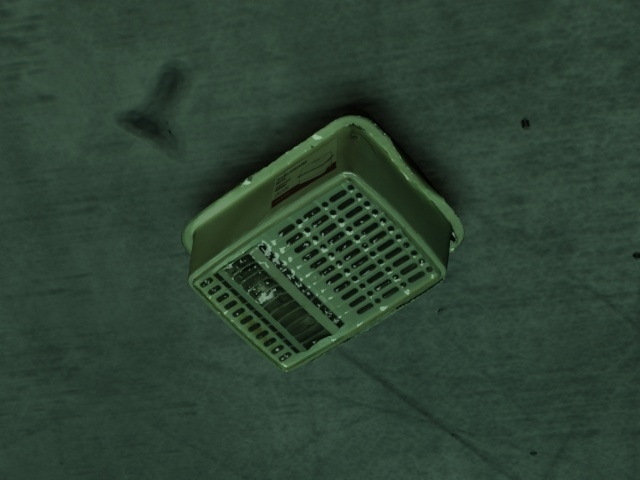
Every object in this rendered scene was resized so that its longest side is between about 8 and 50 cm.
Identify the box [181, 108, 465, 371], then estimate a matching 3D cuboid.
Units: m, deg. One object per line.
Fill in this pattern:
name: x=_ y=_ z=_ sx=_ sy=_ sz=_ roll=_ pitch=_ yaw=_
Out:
box: x=0.000 y=0.000 z=1.653 sx=0.290 sy=0.166 sz=0.220 roll=-32 pitch=115 yaw=26
